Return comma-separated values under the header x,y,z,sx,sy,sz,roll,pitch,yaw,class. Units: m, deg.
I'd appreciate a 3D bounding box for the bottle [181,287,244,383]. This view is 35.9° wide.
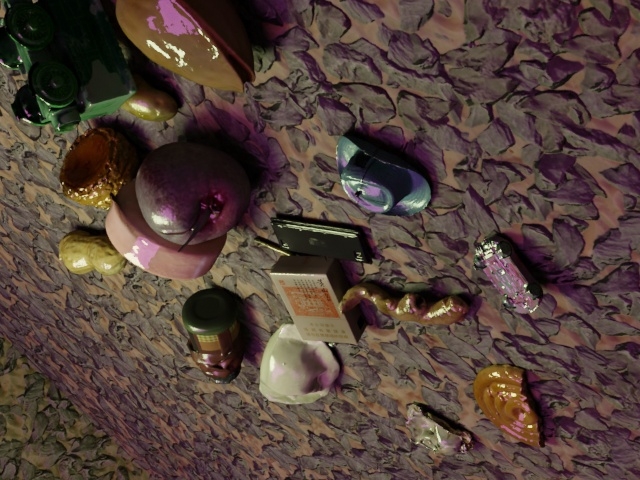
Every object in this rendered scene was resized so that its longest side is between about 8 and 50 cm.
x,y,z,sx,sy,sz,roll,pitch,yaw,class
-0.255,0.239,2.387,0.143,0.156,0.271,-2,139,4,bottle

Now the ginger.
x,y,z,sx,sy,sz,roll,pitch,yaw,class
0.151,0.121,1.868,0.288,0.075,0.089,6,159,36,ginger

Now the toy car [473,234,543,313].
x,y,z,sx,sy,sz,roll,pitch,yaw,class
0.313,0.055,1.630,0.142,0.055,0.069,54,139,-3,toy car

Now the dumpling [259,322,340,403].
x,y,z,sx,sy,sz,roll,pitch,yaw,class
-0.044,0.284,2.258,0.179,0.131,0.252,16,124,2,dumpling

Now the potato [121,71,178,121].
x,y,z,sx,sy,sz,roll,pitch,yaw,class
-0.341,-0.271,1.898,0.138,0.070,0.091,32,166,16,potato

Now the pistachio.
x,y,z,sx,sy,sz,roll,pitch,yaw,class
-0.208,-0.344,1.586,0.260,0.163,0.213,38,-178,0,pistachio

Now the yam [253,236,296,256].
x,y,z,sx,sy,sz,roll,pitch,yaw,class
-0.094,0.015,2.049,0.107,0.014,0.014,23,144,26,yam

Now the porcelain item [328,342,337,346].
x,y,z,sx,sy,sz,roll,pitch,yaw,class
-0.013,0.177,2.153,0.075,0.021,0.136,6,134,36,porcelain item

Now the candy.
x,y,z,sx,sy,sz,roll,pitch,yaw,class
-0.319,-0.028,2.010,0.255,0.255,0.094,36,120,8,candy

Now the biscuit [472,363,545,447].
x,y,z,sx,sy,sz,roll,pitch,yaw,class
0.361,0.319,1.930,0.144,0.033,0.224,13,139,36,biscuit

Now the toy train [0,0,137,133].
x,y,z,sx,sy,sz,roll,pitch,yaw,class
-0.474,-0.329,1.787,0.145,0.202,0.266,-22,91,55,toy train

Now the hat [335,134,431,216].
x,y,z,sx,sy,sz,roll,pitch,yaw,class
0.088,-0.095,1.657,0.191,0.078,0.138,30,149,17,hat

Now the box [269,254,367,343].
x,y,z,sx,sy,sz,roll,pitch,yaw,class
-0.003,0.121,2.021,0.141,0.058,0.201,2,132,30,box

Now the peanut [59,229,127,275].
x,y,z,sx,sy,sz,roll,pitch,yaw,class
-0.569,0.034,2.488,0.263,0.117,0.101,5,155,40,peanut

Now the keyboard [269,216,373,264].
x,y,z,sx,sy,sz,roll,pitch,yaw,class
0.000,0.000,1.921,0.230,0.025,0.093,10,136,40,keyboard

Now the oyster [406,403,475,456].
x,y,z,sx,sy,sz,roll,pitch,yaw,class
0.255,0.424,2.155,0.166,0.053,0.108,32,122,28,oyster

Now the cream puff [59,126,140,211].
x,y,z,sx,sy,sz,roll,pitch,yaw,class
-0.445,-0.134,2.124,0.183,0.183,0.169,10,163,39,cream puff

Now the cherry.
x,y,z,sx,sy,sz,roll,pitch,yaw,class
-0.245,-0.092,1.884,0.266,0.213,0.183,54,139,37,cherry
